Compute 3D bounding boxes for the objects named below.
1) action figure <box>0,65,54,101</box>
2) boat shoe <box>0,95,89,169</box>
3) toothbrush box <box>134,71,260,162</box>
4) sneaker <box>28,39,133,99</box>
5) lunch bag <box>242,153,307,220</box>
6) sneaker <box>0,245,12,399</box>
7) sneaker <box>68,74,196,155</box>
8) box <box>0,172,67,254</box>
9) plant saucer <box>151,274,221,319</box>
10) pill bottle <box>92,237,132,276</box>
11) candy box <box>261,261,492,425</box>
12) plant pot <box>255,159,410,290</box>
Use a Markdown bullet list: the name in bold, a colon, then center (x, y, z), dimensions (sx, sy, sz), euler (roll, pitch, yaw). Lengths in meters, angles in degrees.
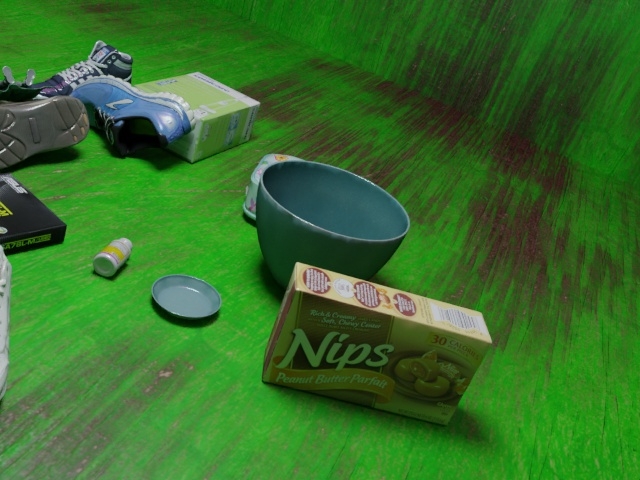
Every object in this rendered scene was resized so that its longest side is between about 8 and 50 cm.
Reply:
- **action figure**: center (-0.678, -0.314, 1.506), dimensions (0.137, 0.063, 0.232), euler (0, -6, -42)
- **boat shoe**: center (-0.644, -0.214, 1.418), dimensions (0.130, 0.132, 0.355), euler (9, 18, 40)
- **toothbrush box**: center (-0.318, -0.320, 1.801), dimensions (0.206, 0.122, 0.283), euler (28, 29, 13)
- **sneaker**: center (-0.588, -0.411, 1.748), dimensions (0.099, 0.153, 0.282), euler (38, 32, 31)
- **lunch bag**: center (-0.033, -0.086, 1.583), dimensions (0.279, 0.107, 0.224), euler (19, 30, 0)
- **sneaker**: center (-0.465, 0.091, 0.923), dimensions (0.114, 0.152, 0.305), euler (6, 32, -30)
- **sneaker**: center (-0.457, -0.281, 1.614), dimensions (0.330, 0.129, 0.147), euler (13, 46, 21)
- **box**: center (-0.569, -0.044, 1.213), dimensions (0.191, 0.045, 0.184), euler (36, 34, 27)
- **plant saucer**: center (-0.229, 0.101, 1.205), dimensions (0.119, 0.021, 0.119), euler (16, 28, -9)
- **pill bottle**: center (-0.357, 0.026, 1.229), dimensions (0.043, 0.043, 0.083), euler (21, 27, 1)
- **candy box**: center (0.084, 0.167, 1.119), dimensions (0.317, 0.182, 0.087), euler (16, 27, -8)
- **plant pot**: center (0.000, 0.000, 1.353), dimensions (0.290, 0.195, 0.290), euler (16, 28, -9)
